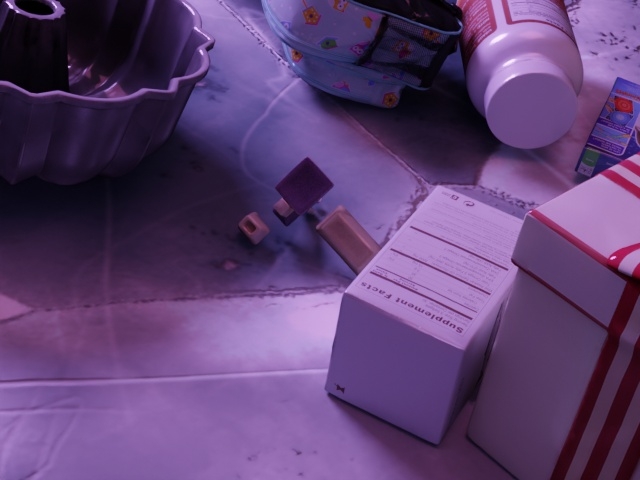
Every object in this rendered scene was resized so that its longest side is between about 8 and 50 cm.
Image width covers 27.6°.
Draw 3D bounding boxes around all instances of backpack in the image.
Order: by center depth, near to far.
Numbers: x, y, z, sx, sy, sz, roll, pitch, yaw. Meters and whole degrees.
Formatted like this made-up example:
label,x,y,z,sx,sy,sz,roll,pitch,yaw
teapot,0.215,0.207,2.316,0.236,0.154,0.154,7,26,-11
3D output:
label,x,y,z,sx,sy,sz,roll,pitch,yaw
backpack,0.030,-0.235,1.348,0.188,0.144,0.166,20,34,-27

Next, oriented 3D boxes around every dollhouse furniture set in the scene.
label,x,y,z,sx,sy,sz,roll,pitch,yaw
dollhouse furniture set,0.000,0.000,1.165,0.114,0.091,0.081,47,5,9

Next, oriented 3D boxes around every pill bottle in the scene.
label,x,y,z,sx,sy,sz,roll,pitch,yaw
pill bottle,0.208,-0.193,1.368,0.121,0.121,0.216,7,39,-5

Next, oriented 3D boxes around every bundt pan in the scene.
label,x,y,z,sx,sy,sz,roll,pitch,yaw
bundt pan,-0.270,-0.160,1.186,0.330,0.124,0.331,15,31,-9

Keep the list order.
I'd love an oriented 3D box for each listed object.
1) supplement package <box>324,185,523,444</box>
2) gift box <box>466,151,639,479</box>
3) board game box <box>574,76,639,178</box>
label,x,y,z,sx,sy,sz,roll,pitch,yaw
supplement package,0.094,0.055,1.039,0.105,0.105,0.179,25,40,17
gift box,0.297,0.078,0.935,0.276,0.258,0.255,33,44,28
board game box,0.371,-0.082,1.313,0.201,0.035,0.136,24,46,11
